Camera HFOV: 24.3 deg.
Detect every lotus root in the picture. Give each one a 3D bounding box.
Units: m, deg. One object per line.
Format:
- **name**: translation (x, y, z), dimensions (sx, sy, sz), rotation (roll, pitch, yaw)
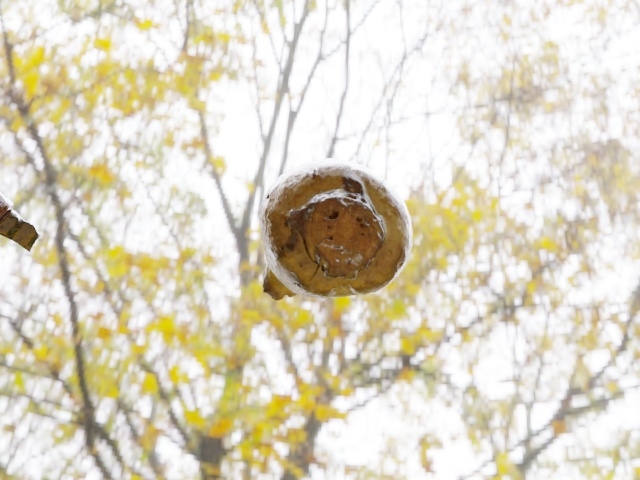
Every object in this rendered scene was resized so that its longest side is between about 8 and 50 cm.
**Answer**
- **lotus root**: translation (0.000, 0.000, 1.067), dimensions (0.108, 0.094, 0.190), rotation (31, -14, -7)

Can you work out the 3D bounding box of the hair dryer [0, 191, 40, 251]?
- **hair dryer**: translation (-0.400, -0.100, 1.358), dimensions (0.340, 0.312, 0.123), rotation (39, -91, -32)
